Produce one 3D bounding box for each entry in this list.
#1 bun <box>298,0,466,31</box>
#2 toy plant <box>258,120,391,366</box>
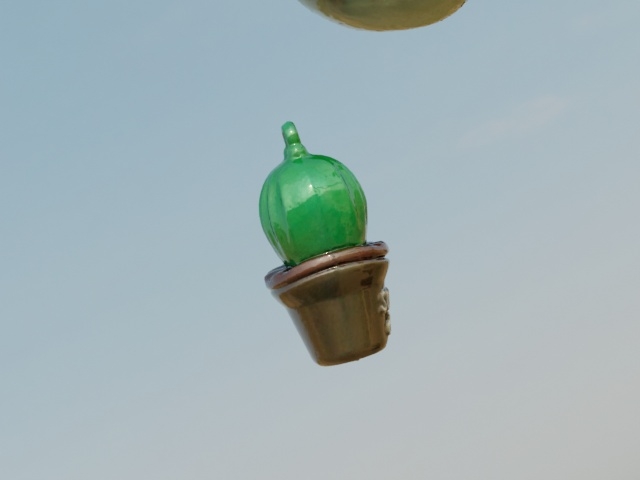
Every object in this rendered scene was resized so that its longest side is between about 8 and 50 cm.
[{"bbox_3d":[0.094,-0.364,1.675,0.293,0.293,0.187,-31,-22,16],"label":"bun"},{"bbox_3d":[0.000,0.000,1.214,0.105,0.200,0.143,-14,2,-4],"label":"toy plant"}]
